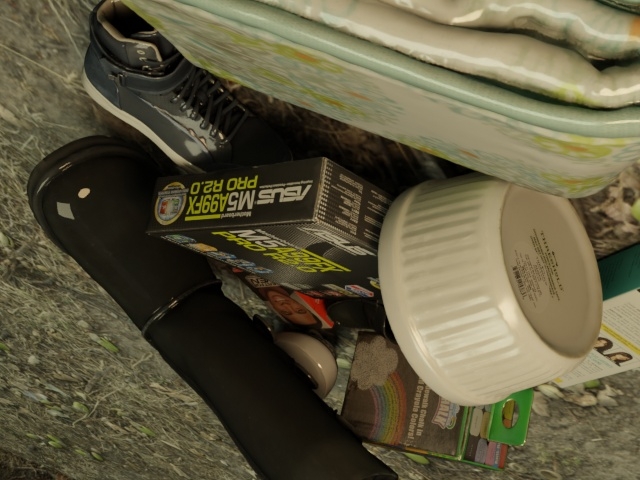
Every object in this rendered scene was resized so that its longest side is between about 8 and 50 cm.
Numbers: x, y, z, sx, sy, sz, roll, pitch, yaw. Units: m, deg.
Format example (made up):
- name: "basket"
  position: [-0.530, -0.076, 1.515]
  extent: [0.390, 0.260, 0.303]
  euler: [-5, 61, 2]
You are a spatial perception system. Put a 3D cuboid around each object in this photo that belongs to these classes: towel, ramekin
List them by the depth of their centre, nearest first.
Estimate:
- name: "towel"
  position: [0.040, -0.132, 0.626]
  extent: [0.374, 0.090, 0.320]
  euler: [21, -178, 9]
- name: "ramekin"
  position: [0.157, 0.034, 0.813]
  extent: [0.109, 0.207, 0.207]
  euler: [-19, 129, 40]

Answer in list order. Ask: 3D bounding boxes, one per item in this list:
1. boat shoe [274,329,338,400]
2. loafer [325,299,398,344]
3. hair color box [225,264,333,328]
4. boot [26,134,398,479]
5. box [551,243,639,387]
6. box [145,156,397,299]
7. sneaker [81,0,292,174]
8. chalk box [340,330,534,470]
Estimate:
- name: "boat shoe"
  position: [-0.026, 0.165, 1.256]
  extent: [0.108, 0.102, 0.301]
  euler: [49, 156, 5]
- name: "loafer"
  position: [0.083, 0.078, 1.056]
  extent: [0.223, 0.078, 0.076]
  euler: [-11, 136, 47]
- name: "hair color box"
  position: [-0.043, 0.053, 1.150]
  extent: [0.072, 0.043, 0.141]
  euler: [-7, 138, 43]
- name: "boot"
  position: [-0.107, 0.124, 1.006]
  extent: [0.445, 0.146, 0.367]
  euler: [50, 175, 30]
- name: "box"
  position: [0.285, 0.074, 0.913]
  extent: [0.100, 0.060, 0.244]
  euler: [33, 150, -13]
- name: "box"
  position: [0.000, 0.000, 0.921]
  extent: [0.216, 0.060, 0.270]
  euler: [-2, 162, 39]
- name: "sneaker"
  position: [-0.114, -0.139, 0.853]
  extent: [0.226, 0.086, 0.163]
  euler: [30, 153, -5]
- name: "chalk box"
  position: [0.151, 0.192, 1.102]
  extent: [0.213, 0.132, 0.132]
  euler: [5, 165, 34]
